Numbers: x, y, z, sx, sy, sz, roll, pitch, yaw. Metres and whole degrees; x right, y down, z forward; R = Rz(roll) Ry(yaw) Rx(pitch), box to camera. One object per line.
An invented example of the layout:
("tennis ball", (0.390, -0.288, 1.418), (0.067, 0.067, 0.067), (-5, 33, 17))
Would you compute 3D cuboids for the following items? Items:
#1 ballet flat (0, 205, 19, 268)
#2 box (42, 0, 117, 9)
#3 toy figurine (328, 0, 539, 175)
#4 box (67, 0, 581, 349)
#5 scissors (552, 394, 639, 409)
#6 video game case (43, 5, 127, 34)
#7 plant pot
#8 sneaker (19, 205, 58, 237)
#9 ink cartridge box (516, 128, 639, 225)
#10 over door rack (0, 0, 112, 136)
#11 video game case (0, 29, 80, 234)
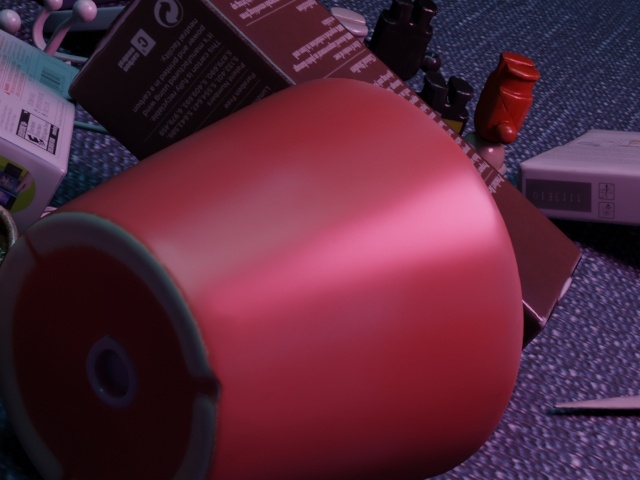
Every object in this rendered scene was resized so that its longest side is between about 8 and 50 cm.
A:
("ballet flat", (-0.262, 0.042, 1.096), (0.107, 0.106, 0.316), (23, 21, 4))
("box", (-0.216, -0.443, 2.084), (0.212, 0.293, 0.395), (30, 23, 18))
("toy figurine", (0.088, -0.136, 1.878), (0.213, 0.148, 0.209), (34, 30, 22))
("box", (0.011, -0.051, 1.450), (0.381, 0.143, 0.191), (42, 23, 2))
("scissors", (0.308, 0.140, 1.592), (0.109, 0.021, 0.297), (37, 24, 27))
("video game case", (-0.135, -0.219, 1.870), (0.212, 0.023, 0.193), (3, 5, 41))
("plant pot", (-0.050, 0.052, 1.163), (0.275, 0.275, 0.243), (35, 33, 30))
("sneaker", (-0.164, 0.010, 1.352), (0.225, 0.088, 0.093), (5, 25, -39))
("ink cartridge box", (0.370, -0.064, 1.946), (0.275, 0.060, 0.239), (5, 13, 25))
("over door rack", (-0.180, -0.144, 1.635), (0.324, 0.108, 0.239), (25, 22, 22))
("video game case", (-0.297, -0.121, 1.347), (0.244, 0.061, 0.269), (28, 15, -14))
